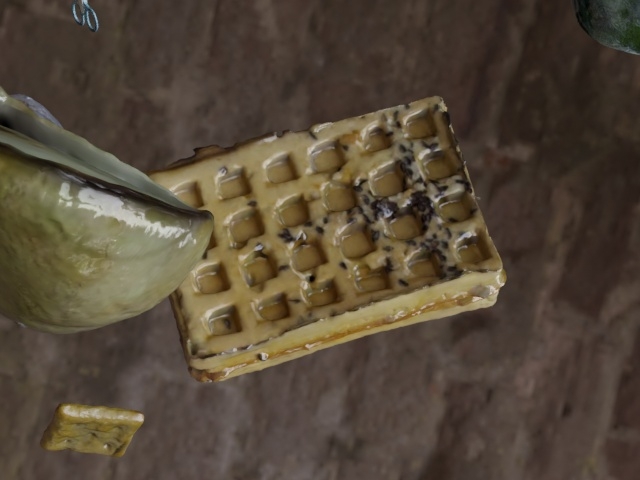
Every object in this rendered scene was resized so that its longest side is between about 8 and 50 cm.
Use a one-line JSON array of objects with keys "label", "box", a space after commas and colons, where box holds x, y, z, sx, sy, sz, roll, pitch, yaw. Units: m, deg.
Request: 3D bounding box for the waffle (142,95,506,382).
[{"label": "waffle", "box": [0.000, 0.000, 1.735, 0.114, 0.376, 0.261, 88, -13, -63]}]

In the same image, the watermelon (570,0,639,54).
[{"label": "watermelon", "box": [0.186, -0.148, 0.896, 0.085, 0.061, 0.085, 32, -51, 51]}]

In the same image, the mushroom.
[{"label": "mushroom", "box": [-0.281, -0.027, 1.338, 0.212, 0.292, 0.217, -56, 159, 18]}]

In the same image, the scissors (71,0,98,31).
[{"label": "scissors", "box": [-0.330, -0.345, 2.100, 0.014, 0.058, 0.119, -31, 134, -32]}]

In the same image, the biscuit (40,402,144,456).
[{"label": "biscuit", "box": [-0.209, 0.174, 1.392, 0.083, 0.081, 0.018, 125, -32, -50]}]

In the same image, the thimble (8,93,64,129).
[{"label": "thimble", "box": [-0.406, -0.112, 2.073, 0.151, 0.127, 0.118, 55, 4, -30]}]
